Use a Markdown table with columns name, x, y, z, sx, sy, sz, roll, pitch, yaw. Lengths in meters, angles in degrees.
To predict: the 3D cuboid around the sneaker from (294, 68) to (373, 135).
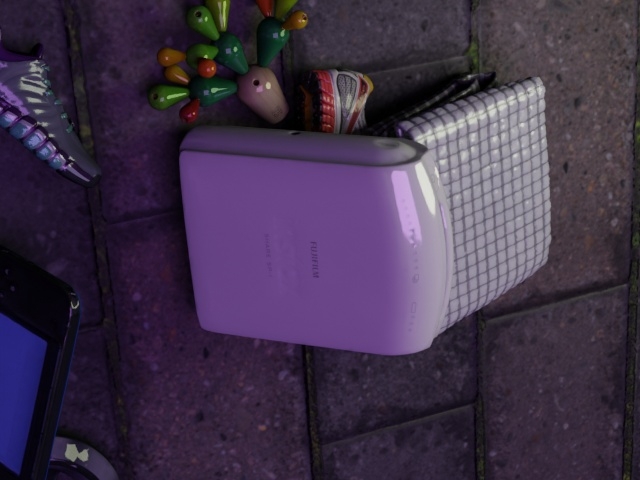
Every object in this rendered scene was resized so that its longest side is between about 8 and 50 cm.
| name | x | y | z | sx | sy | sz | roll | pitch | yaw |
| --- | --- | --- | --- | --- | --- | --- | --- | --- | --- |
| sneaker | 0.028 | -0.096 | 1.712 | 0.092 | 0.088 | 0.225 | -11 | 117 | -25 |

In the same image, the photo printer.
| name | x | y | z | sx | sy | sz | roll | pitch | yaw |
| --- | --- | --- | --- | --- | --- | --- | --- | --- | --- |
| photo printer | 0.000 | 0.000 | 1.627 | 0.107 | 0.307 | 0.256 | -48 | 139 | -56 |

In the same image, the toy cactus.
| name | x | y | z | sx | sy | sz | roll | pitch | yaw |
| --- | --- | --- | --- | --- | --- | --- | --- | --- | --- |
| toy cactus | -0.086 | -0.201 | 1.618 | 0.219 | 0.112 | 0.180 | -48 | 132 | -10 |

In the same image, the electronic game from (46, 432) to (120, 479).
| name | x | y | z | sx | sy | sz | roll | pitch | yaw |
| --- | --- | --- | --- | --- | --- | --- | --- | --- | --- |
| electronic game | -0.351 | 0.338 | 1.741 | 0.229 | 0.048 | 0.229 | -9 | 114 | -21 |

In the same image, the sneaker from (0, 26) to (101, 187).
| name | x | y | z | sx | sy | sz | roll | pitch | yaw |
| --- | --- | --- | --- | --- | --- | --- | --- | --- | --- |
| sneaker | -0.303 | -0.150 | 1.543 | 0.223 | 0.083 | 0.098 | 42 | 85 | -31 |

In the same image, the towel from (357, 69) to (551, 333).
| name | x | y | z | sx | sy | sz | roll | pitch | yaw |
| --- | --- | --- | --- | --- | --- | --- | --- | --- | --- |
| towel | 0.158 | -0.051 | 1.744 | 0.235 | 0.121 | 0.284 | -26 | 122 | -32 |

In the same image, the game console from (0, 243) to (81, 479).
| name | x | y | z | sx | sy | sz | roll | pitch | yaw |
| --- | --- | --- | --- | --- | --- | --- | --- | --- | --- |
| game console | -0.425 | 0.151 | 1.565 | 0.173 | 0.250 | 0.293 | -7 | 117 | -51 |
